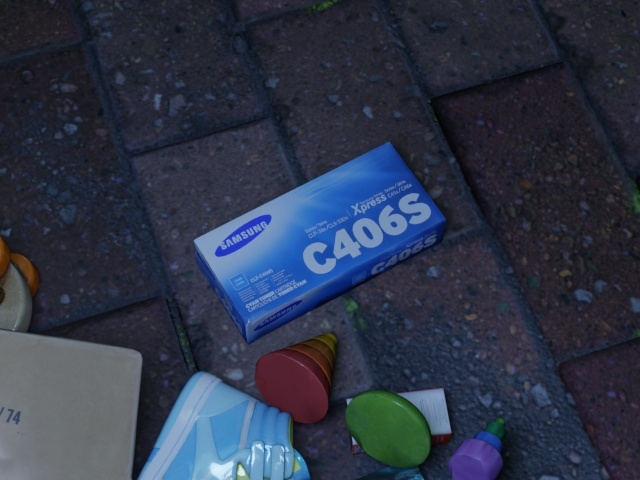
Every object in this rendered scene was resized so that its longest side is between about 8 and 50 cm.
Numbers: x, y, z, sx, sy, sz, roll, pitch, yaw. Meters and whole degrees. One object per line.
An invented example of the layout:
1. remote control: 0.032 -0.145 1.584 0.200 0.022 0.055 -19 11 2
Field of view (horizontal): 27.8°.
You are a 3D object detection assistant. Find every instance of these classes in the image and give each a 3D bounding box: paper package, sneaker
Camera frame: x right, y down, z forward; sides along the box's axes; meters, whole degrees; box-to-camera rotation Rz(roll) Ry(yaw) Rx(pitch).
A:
1. paper package: -0.412 0.274 1.654 0.324 0.168 0.310 10 73 -18
2. sneaker: -0.133 0.342 1.736 0.208 0.127 0.319 18 63 10

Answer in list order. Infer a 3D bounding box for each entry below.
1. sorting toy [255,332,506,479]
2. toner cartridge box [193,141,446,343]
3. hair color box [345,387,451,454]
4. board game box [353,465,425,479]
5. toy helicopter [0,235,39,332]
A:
1. sorting toy: 0.095 0.217 1.778 0.365 0.127 0.126 22 43 19
2. toner cartridge box: 0.000 0.000 1.952 0.347 0.075 0.165 -28 64 -15
3. hair color box: 0.110 0.256 1.832 0.141 0.043 0.072 -5 61 -4
4. board game box: 0.069 0.387 1.770 0.186 0.026 0.126 -19 64 -11
5. toy helicopter: -0.590 0.117 1.871 0.355 0.140 0.235 -2 70 10
